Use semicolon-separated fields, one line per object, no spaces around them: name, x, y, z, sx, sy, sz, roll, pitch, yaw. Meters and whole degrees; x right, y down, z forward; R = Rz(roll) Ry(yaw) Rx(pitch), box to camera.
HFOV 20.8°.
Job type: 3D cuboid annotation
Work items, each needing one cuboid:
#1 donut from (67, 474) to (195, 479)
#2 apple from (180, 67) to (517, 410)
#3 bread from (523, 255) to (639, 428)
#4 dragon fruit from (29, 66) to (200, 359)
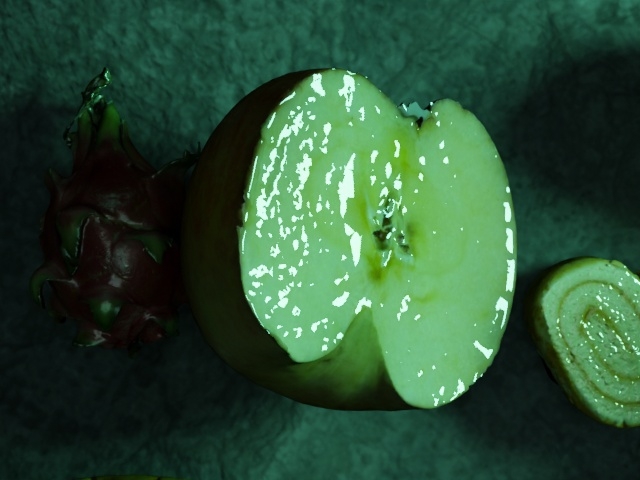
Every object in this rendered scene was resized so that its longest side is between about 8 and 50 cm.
donut;-0.171;0.333;1.387;0.329;0.160;0.330;0;84;1
apple;0.000;0.000;1.358;0.293;0.163;0.251;26;69;-40
bread;0.239;0.078;1.427;0.122;0.073;0.149;-29;93;-5
dragon fruit;-0.158;-0.024;1.397;0.137;0.135;0.236;3;74;6
